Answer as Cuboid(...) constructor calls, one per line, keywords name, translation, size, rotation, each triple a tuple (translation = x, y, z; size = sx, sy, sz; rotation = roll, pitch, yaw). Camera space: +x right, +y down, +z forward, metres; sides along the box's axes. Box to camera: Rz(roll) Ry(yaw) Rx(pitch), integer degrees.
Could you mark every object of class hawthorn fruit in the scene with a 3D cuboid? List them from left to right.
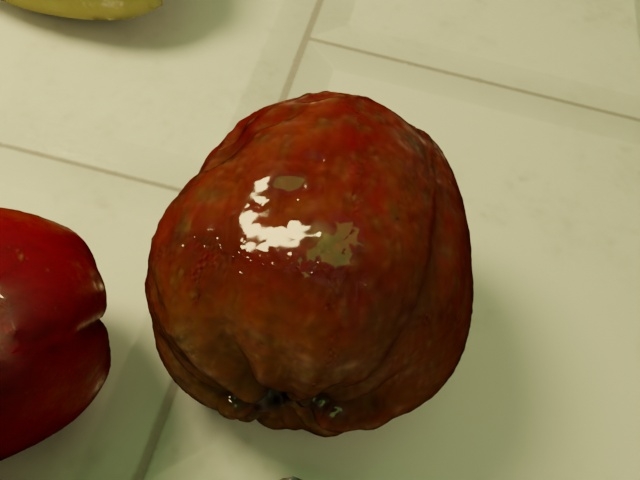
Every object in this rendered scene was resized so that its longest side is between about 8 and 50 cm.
Cuboid(name="hawthorn fruit", translation=(-0.005, 0.018, 0.472), size=(0.258, 0.258, 0.262), rotation=(8, 84, -3))

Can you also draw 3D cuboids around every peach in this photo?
Cuboid(name="peach", translation=(-0.264, 0.071, 0.416), size=(0.226, 0.190, 0.196), rotation=(-11, 34, -32))

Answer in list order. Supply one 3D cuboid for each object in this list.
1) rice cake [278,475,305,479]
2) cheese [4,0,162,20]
Cuboid(name="rice cake", translation=(0.062, 0.221, 0.467), size=(0.207, 0.033, 0.033), rotation=(14, 58, 1))
Cuboid(name="cheese", translation=(-0.292, -0.379, 0.710), size=(0.315, 0.260, 0.128), rotation=(31, 16, 0))
